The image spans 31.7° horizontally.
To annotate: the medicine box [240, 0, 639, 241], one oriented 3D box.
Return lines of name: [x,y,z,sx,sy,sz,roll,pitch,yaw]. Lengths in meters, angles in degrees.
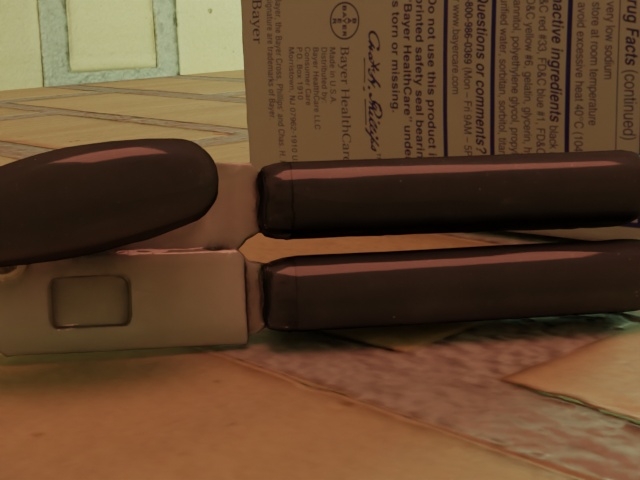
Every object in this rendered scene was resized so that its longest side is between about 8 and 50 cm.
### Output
medicine box: [0.140,-0.104,0.743,0.289,0.149,0.263,9,16,38]

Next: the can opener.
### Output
can opener: [0.000,0.000,0.436,0.284,0.075,0.095,-3,-7,-5]
